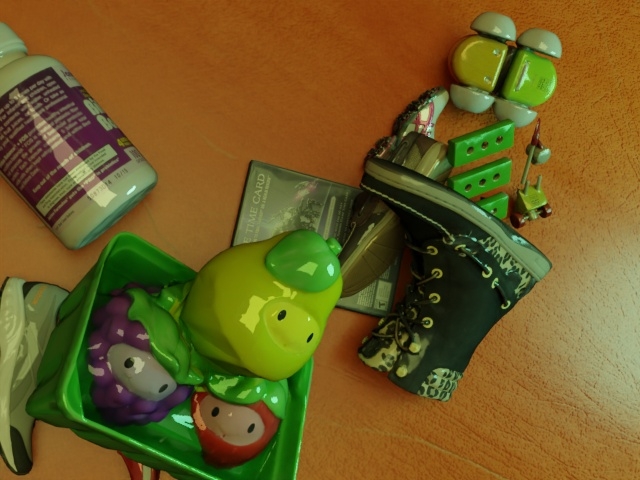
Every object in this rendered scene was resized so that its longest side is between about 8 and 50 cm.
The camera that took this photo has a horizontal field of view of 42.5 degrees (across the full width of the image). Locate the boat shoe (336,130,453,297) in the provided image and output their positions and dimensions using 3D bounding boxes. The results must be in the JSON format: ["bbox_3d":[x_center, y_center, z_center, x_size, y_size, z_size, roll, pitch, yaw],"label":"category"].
[{"bbox_3d":[0.095,-0.043,1.274,0.092,0.103,0.285,37,93,30],"label":"boat shoe"}]

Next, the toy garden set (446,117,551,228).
[{"bbox_3d":[0.282,-0.092,1.314,0.203,0.049,0.244,-21,132,-19],"label":"toy garden set"}]

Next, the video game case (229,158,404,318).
[{"bbox_3d":[0.000,0.000,1.304,0.274,0.026,0.196,14,80,-12],"label":"video game case"}]

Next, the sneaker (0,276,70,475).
[{"bbox_3d":[-0.399,0.187,1.141,0.107,0.100,0.272,4,82,-19],"label":"sneaker"}]

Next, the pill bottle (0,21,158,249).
[{"bbox_3d":[-0.383,-0.148,1.145,0.169,0.169,0.301,-42,96,-15],"label":"pill bottle"}]

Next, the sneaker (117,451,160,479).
[{"bbox_3d":[-0.300,0.261,1.176,0.128,0.087,0.221,-7,73,-7],"label":"sneaker"}]

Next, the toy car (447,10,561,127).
[{"bbox_3d":[0.296,-0.282,1.360,0.181,0.136,0.159,16,103,-8],"label":"toy car"}]

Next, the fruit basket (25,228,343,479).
[{"bbox_3d":[-0.125,0.146,1.030,0.391,0.392,0.283,17,55,-12],"label":"fruit basket"}]

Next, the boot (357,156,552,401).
[{"bbox_3d":[0.150,0.068,1.207,0.377,0.138,0.284,28,97,-39],"label":"boot"}]

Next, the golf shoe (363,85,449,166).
[{"bbox_3d":[0.154,-0.168,1.345,0.086,0.067,0.186,40,86,-13],"label":"golf shoe"}]
